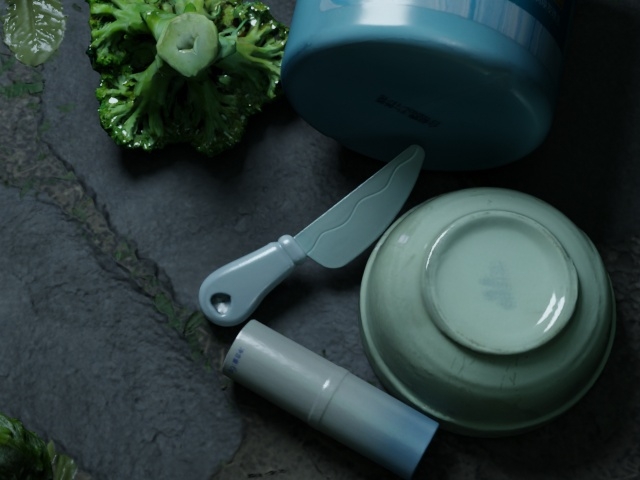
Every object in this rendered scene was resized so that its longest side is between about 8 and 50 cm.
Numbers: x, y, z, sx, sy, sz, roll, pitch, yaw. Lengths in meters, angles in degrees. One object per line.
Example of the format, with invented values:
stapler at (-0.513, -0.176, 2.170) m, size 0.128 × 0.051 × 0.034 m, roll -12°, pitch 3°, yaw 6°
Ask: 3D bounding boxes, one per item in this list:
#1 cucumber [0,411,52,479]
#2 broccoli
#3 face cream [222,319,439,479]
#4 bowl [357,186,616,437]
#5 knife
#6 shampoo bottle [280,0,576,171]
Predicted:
cucumber at (-0.371, 0.226, 1.093) m, size 0.134 × 0.244 × 0.134 m, roll 0°, pitch 62°, yaw 0°
broccoli at (-0.154, -0.227, 1.262) m, size 0.269 × 0.269 × 0.254 m, roll -14°, pitch 98°, yaw -5°
face cream at (0.011, 0.182, 1.193) m, size 0.250 × 0.077 × 0.077 m, roll 29°, pitch 71°, yaw 12°
bowl at (0.198, 0.068, 1.200) m, size 0.307 × 0.163 × 0.307 m, roll 0°, pitch 72°, yaw 0°
knife at (0.001, 0.002, 1.251) m, size 0.331 × 0.044 × 0.080 m, roll -33°, pitch 93°, yaw -1°
shampoo bottle at (0.142, -0.300, 1.249) m, size 0.331 × 0.331 × 0.343 m, roll 12°, pitch 71°, yaw 5°
